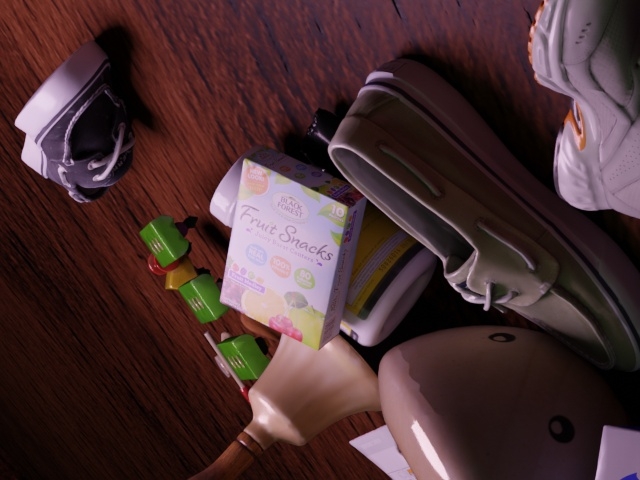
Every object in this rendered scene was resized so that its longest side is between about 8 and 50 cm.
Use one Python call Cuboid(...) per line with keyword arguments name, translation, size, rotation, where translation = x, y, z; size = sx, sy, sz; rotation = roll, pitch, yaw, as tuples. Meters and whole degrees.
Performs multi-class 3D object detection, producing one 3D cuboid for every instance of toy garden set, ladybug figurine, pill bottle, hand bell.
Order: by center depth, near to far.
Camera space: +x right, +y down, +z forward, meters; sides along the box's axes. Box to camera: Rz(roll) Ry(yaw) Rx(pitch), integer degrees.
Cuboid(name="ladybug figurine", translation=(0.193, 0.213, 1.437), size=(0.305, 0.162, 0.449), rotation=(58, -179, 35))
Cuboid(name="pill bottle", translation=(0.000, 0.000, 1.499), size=(0.184, 0.103, 0.103), rotation=(37, 159, 12))
Cuboid(name="hand bell", translation=(-0.068, 0.180, 1.505), size=(0.126, 0.242, 0.126), rotation=(43, 166, 14))
Cuboid(name="toy garden set", translation=(-0.089, 0.079, 1.736), size=(0.244, 0.049, 0.204), rotation=(56, 168, -2))

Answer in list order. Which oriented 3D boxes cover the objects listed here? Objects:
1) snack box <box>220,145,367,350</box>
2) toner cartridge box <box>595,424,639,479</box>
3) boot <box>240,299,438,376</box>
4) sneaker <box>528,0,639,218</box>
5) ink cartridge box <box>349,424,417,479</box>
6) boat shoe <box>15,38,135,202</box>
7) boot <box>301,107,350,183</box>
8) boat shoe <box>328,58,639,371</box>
Cuboid(name="snack box", translation=(-0.023, 0.007, 1.425), size=(0.100, 0.037, 0.141), rotation=(25, 124, 20))
Cuboid(name="toner cartridge box", translation=(0.345, 0.230, 1.150), size=(0.348, 0.165, 0.075), rotation=(8, 177, 31))
Cuboid(name="boot", translation=(0.013, 0.108, 1.708), size=(0.264, 0.096, 0.280), rotation=(35, 159, 14))
Cuboid(name="sneaker", translation=(0.198, -0.090, 1.011), size=(0.121, 0.099, 0.262), rotation=(22, 161, 24))
Cuboid(name="ink cartridge box", translation=(0.169, 0.244, 1.759), size=(0.239, 0.060, 0.275), rotation=(43, 160, -2))
Cuboid(name="boat shoe", translation=(-0.224, -0.100, 1.688), size=(0.102, 0.108, 0.301), rotation=(41, 162, 0))
Cuboid(name="boot", translation=(0.034, -0.071, 1.387), size=(0.099, 0.045, 0.121), rotation=(38, 160, 16))
Cuboid(name="boat shoe", translation=(0.126, 0.001, 1.293), size=(0.302, 0.094, 0.109), rotation=(44, 159, -8))
